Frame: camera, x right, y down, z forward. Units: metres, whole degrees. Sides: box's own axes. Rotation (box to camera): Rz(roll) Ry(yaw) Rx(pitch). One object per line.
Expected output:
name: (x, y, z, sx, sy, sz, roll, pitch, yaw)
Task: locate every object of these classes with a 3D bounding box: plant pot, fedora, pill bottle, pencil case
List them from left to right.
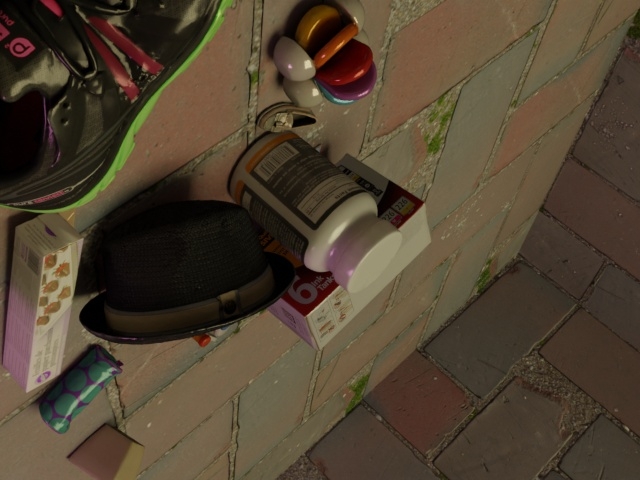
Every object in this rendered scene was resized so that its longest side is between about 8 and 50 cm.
pencil case: (-0.407, 0.253, 1.521, 0.151, 0.064, 0.070, -47, 144, -6)
plant pot: (-0.413, 0.428, 1.775, 0.096, 0.109, 0.109, -58, 162, -12)
fedora: (-0.209, 0.028, 1.353, 0.334, 0.334, 0.152, -27, 115, -45)
pill bottle: (-0.007, -0.048, 1.504, 0.162, 0.278, 0.162, -41, 158, -20)

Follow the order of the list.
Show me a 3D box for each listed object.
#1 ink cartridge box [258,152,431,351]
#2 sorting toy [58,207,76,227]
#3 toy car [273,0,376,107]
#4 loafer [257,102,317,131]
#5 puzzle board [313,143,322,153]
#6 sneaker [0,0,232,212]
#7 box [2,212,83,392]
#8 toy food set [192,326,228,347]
ink cartridge box: (0.000, 0.000, 1.660, 0.309, 0.272, 0.130, -43, 146, -18)
sorting toy: (-0.365, -0.020, 1.202, 0.083, 0.012, 0.062, -30, 154, -45)
toy car: (0.026, -0.275, 1.373, 0.159, 0.136, 0.182, -46, 159, -11)
loafer: (-0.052, -0.202, 1.483, 0.125, 0.039, 0.045, -23, 148, -50)
puzzle board: (-0.037, -0.117, 1.705, 0.096, 0.011, 0.128, -37, 157, -30)
sneaker: (-0.235, -0.213, 0.886, 0.202, 0.185, 0.482, -19, 143, -60)
box: (-0.391, 0.092, 1.247, 0.063, 0.067, 0.324, -31, 155, -40)
toy food set: (-0.198, 0.153, 1.714, 0.111, 0.104, 0.232, -49, 160, -2)
